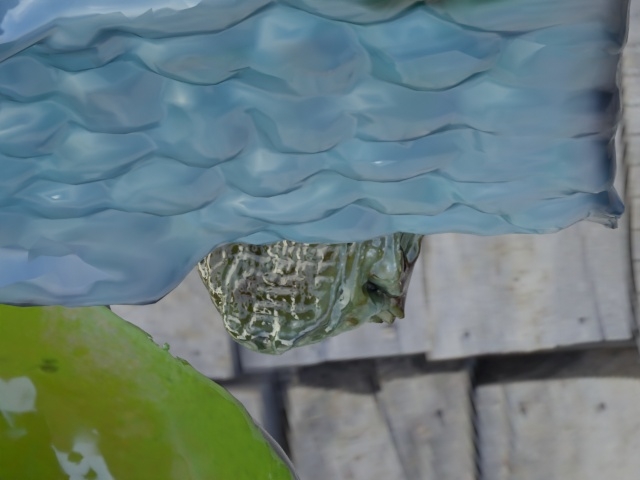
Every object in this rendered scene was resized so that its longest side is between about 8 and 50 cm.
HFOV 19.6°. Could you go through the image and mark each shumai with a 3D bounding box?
[{"bbox_3d":[-0.003,-0.005,1.493,0.184,0.142,0.184,-3,85,27],"label":"shumai"}]

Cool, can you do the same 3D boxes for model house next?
[{"bbox_3d":[-0.108,-0.178,0.508,0.339,0.297,0.360,-9,72,6],"label":"model house"}]

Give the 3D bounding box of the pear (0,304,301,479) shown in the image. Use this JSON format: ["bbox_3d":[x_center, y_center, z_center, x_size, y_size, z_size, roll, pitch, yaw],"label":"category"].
[{"bbox_3d":[-0.196,0.194,0.900,0.398,0.165,0.399,1,102,5],"label":"pear"}]
